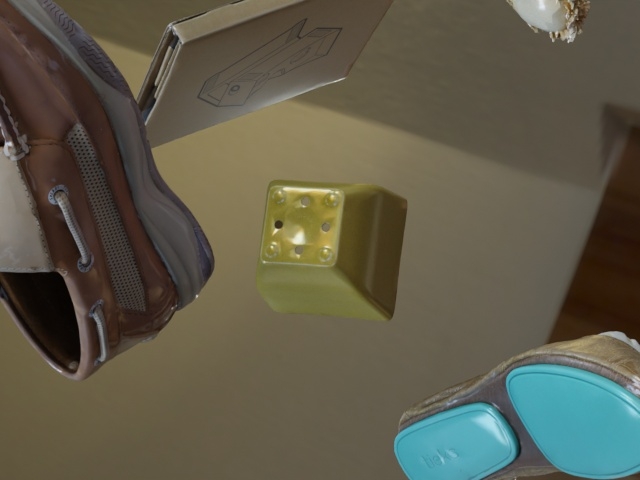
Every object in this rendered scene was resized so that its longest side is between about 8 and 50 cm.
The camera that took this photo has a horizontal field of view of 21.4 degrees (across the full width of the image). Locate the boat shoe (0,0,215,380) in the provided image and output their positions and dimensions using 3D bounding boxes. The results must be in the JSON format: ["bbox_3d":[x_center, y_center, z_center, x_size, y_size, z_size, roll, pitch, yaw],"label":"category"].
[{"bbox_3d":[-0.158,-0.034,0.876,0.116,0.123,0.324,-52,-40,-19],"label":"boat shoe"}]

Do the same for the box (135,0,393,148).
[{"bbox_3d":[-0.041,-0.137,1.237,0.201,0.021,0.164,-24,-16,-28],"label":"box"}]

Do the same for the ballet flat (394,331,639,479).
[{"bbox_3d":[0.191,0.132,1.355,0.124,0.342,0.116,-33,-89,-32],"label":"ballet flat"}]

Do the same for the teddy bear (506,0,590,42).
[{"bbox_3d":[0.171,-0.316,1.598,0.113,0.338,0.245,-39,-74,11],"label":"teddy bear"}]

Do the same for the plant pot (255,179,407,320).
[{"bbox_3d":[0.000,0.000,1.041,0.083,0.082,0.081,37,-122,-68],"label":"plant pot"}]
